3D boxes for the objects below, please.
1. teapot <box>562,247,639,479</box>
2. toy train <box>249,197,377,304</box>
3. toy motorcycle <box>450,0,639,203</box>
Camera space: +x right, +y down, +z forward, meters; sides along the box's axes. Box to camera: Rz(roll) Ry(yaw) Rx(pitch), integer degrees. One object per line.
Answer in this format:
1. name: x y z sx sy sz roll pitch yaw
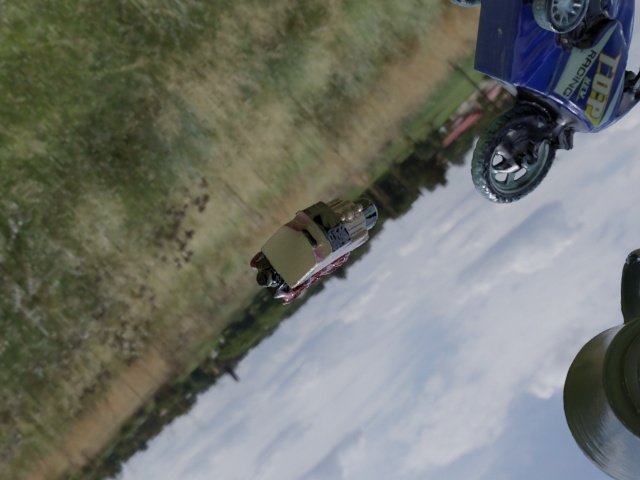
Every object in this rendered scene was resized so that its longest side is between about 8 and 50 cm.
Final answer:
1. teapot: 0.307 0.121 0.775 0.162 0.239 0.149 -5 158 4
2. toy train: 0.000 0.000 0.733 0.087 0.050 0.138 -43 173 33
3. toy motorcycle: 0.193 -0.181 0.666 0.168 0.316 0.113 -12 -151 -27
